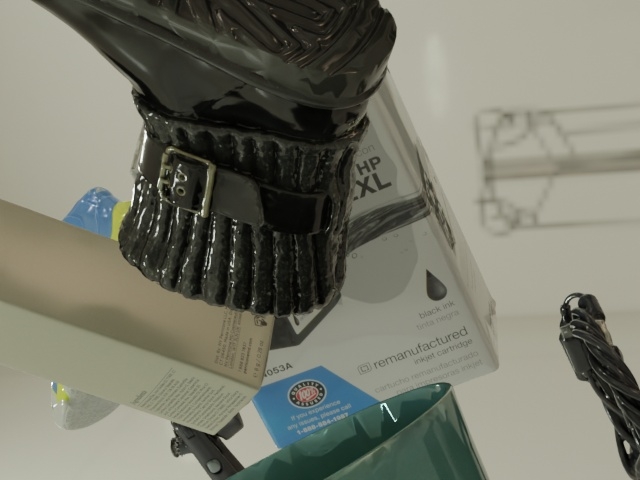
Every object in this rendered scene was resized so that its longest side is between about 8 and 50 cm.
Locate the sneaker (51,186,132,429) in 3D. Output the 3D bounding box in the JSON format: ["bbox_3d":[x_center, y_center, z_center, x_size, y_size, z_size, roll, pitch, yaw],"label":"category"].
[{"bbox_3d":[-0.214,0.056,1.754,0.091,0.126,0.240,-2,-55,-47],"label":"sneaker"}]

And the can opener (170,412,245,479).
[{"bbox_3d":[-0.098,0.228,1.903,0.059,0.073,0.186,-94,-19,-54],"label":"can opener"}]

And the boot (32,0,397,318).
[{"bbox_3d":[-0.118,-0.107,1.341,0.131,0.348,0.260,-46,-19,-39],"label":"boot"}]

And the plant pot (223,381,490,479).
[{"bbox_3d":[0.017,0.269,1.297,0.235,0.293,0.293,61,-159,-1],"label":"plant pot"}]

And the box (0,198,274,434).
[{"bbox_3d":[-0.183,0.062,1.527,0.113,0.275,0.094,-45,29,52],"label":"box"}]

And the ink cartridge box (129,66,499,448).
[{"bbox_3d":[0.000,0.000,1.658,0.129,0.223,0.307,-85,-28,-63],"label":"ink cartridge box"}]

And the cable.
[{"bbox_3d":[0.250,0.134,1.506,0.184,0.047,0.150,65,177,-24],"label":"cable"}]
